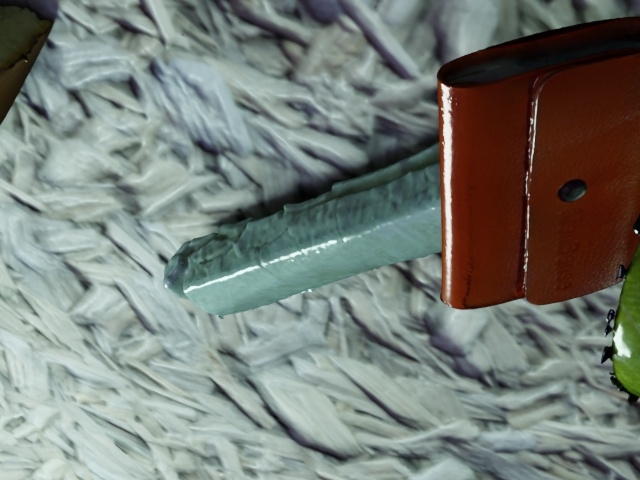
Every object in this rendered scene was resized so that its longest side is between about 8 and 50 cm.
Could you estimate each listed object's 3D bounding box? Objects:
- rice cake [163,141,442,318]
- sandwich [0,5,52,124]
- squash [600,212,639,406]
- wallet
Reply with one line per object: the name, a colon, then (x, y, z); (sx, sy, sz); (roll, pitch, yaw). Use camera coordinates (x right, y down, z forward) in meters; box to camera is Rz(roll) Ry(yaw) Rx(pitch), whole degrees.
rice cake: (0.000, 0.000, 1.047); (0.066, 0.063, 0.336); (34, 144, -33)
sandwich: (-0.297, -0.128, 1.080); (0.108, 0.220, 0.186); (39, 105, -5)
squash: (0.314, 0.053, 0.764); (0.260, 0.189, 0.189); (23, 143, 34)
wallet: (0.145, -0.040, 0.876); (0.142, 0.045, 0.204); (-12, 136, -6)
